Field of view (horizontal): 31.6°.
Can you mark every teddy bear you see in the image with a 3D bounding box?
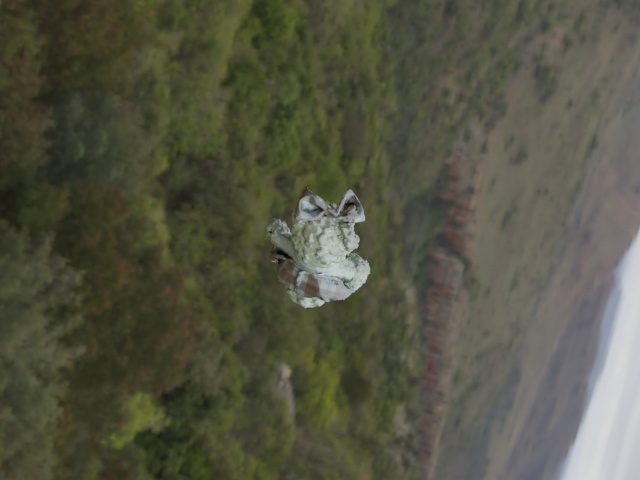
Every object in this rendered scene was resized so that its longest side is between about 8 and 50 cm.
[{"bbox_3d":[-0.008,0.020,1.314,0.213,0.133,0.111,96,16,-71],"label":"teddy bear"}]
